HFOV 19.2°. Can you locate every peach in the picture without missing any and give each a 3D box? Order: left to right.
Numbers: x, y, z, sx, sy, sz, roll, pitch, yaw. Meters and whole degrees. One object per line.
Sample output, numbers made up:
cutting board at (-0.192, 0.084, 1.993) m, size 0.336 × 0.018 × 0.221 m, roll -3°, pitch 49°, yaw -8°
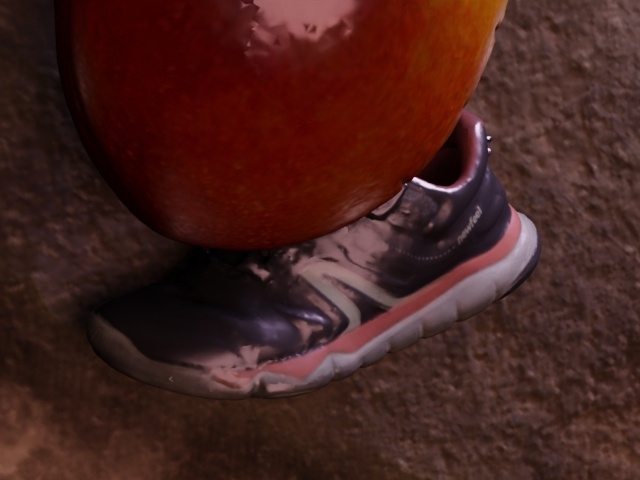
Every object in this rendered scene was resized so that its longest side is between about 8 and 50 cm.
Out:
peach at (-0.034, -0.129, 0.989) m, size 0.245 × 0.249 × 0.274 m, roll 12°, pitch 93°, yaw -67°

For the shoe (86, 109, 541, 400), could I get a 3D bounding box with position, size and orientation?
shoe at (0.000, 0.000, 1.113) m, size 0.291 × 0.114 × 0.137 m, roll -22°, pitch 116°, yaw -24°
